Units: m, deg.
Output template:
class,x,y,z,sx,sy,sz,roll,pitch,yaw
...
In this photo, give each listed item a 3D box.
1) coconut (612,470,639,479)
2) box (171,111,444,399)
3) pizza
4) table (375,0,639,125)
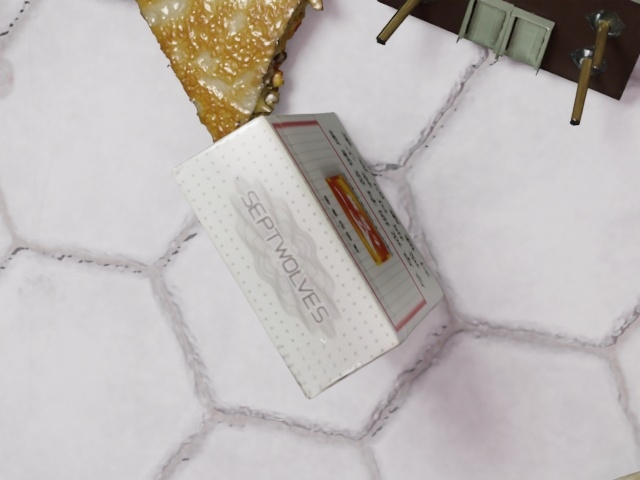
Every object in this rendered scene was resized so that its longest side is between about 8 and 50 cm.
class,x,y,z,sx,sy,sz,roll,pitch,yaw
coconut,0.360,0.309,1.446,0.329,0.329,0.328,1,95,10
box,0.000,-0.001,1.477,0.095,0.330,0.210,-32,89,10
pizza,-0.081,-0.169,1.618,0.188,0.062,0.198,4,102,22
table,0.163,-0.196,1.520,0.240,0.121,0.111,23,55,8
